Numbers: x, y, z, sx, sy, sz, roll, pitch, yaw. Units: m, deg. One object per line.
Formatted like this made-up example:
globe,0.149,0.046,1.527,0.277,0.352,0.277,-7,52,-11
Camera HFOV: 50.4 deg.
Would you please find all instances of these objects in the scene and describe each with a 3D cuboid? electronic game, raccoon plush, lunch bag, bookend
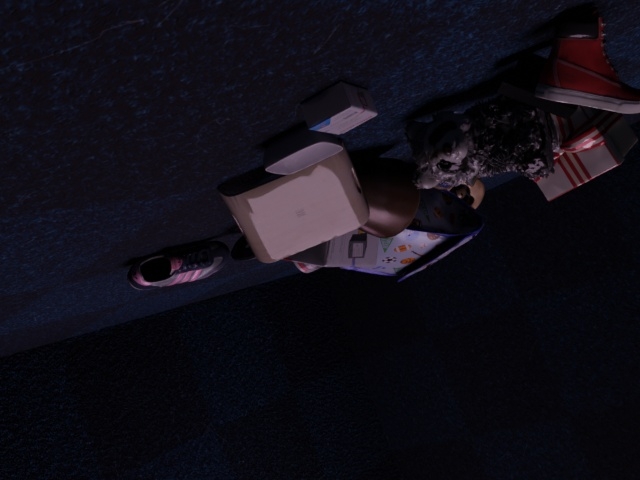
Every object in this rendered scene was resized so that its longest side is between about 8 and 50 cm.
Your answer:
electronic game,-0.174,-0.002,2.108,0.229,0.048,0.229,-23,-161,8
raccoon plush,0.395,-0.204,1.621,0.299,0.216,0.446,-13,164,26
lunch bag,0.284,-0.023,2.189,0.385,0.239,0.328,11,150,-28
bookend,0.467,-0.352,1.383,0.157,0.156,0.072,23,178,7

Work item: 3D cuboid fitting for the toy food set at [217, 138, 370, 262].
toy food set,-0.055,-0.091,1.572,0.306,0.092,0.220,-22,130,2

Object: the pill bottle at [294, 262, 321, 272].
pill bottle,0.032,0.008,2.680,0.283,0.161,0.161,-24,173,26

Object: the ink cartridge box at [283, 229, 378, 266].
ink cartridge box,0.000,0.000,1.901,0.226,0.131,0.306,7,-177,29

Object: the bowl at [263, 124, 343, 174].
bowl,-0.040,-0.183,1.345,0.142,0.053,0.142,-24,174,20

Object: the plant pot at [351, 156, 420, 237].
plant pot,0.099,-0.125,1.730,0.215,0.215,0.230,-26,156,39

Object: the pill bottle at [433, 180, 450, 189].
pill bottle,0.371,-0.229,1.952,0.122,0.123,0.219,-20,172,-8

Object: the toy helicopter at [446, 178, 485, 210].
toy helicopter,0.387,-0.173,2.274,0.355,0.140,0.235,3,123,-16

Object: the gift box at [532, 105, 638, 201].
gift box,0.671,-0.288,1.872,0.258,0.276,0.255,-36,177,-46

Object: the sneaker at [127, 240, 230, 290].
sneaker,-0.411,0.073,2.027,0.319,0.112,0.131,-20,176,-22

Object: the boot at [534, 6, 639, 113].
boot,0.533,-0.336,1.273,0.244,0.176,0.088,5,-162,-20

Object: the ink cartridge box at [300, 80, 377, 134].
ink cartridge box,0.034,-0.230,1.192,0.088,0.052,0.122,-24,172,26
